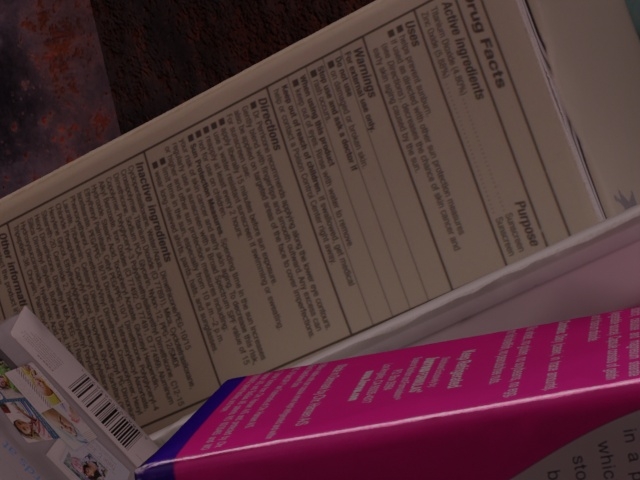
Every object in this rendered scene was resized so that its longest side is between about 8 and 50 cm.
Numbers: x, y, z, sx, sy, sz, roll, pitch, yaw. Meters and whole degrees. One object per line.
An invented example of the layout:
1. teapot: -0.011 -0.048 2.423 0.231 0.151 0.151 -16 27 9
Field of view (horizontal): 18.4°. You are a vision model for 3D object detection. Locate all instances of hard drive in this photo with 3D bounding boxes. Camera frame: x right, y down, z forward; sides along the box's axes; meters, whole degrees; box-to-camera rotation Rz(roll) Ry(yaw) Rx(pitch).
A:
1. hard drive: 0.098 0.036 0.749 0.307 0.040 0.203 -28 -15 35

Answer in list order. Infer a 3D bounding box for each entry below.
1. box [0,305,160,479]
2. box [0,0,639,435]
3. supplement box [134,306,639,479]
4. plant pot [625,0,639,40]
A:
1. box: -0.083 0.101 0.615 0.038 0.145 0.186 -43 1 12
2. box: 0.000 0.000 0.884 0.311 0.148 0.121 -23 -13 28
3. supplement box: 0.075 0.086 0.571 0.220 0.111 0.114 -10 7 12
4. plant pot: 0.311 -0.103 0.892 0.334 0.341 0.341 -16 3 45
